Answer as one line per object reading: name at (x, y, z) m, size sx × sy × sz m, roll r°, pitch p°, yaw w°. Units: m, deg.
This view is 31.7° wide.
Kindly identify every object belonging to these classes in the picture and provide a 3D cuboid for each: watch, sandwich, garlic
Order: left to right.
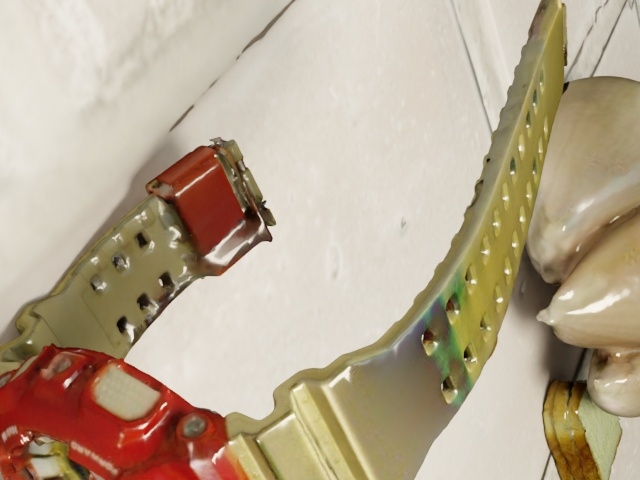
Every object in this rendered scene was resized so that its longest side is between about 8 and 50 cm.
watch at (-0.008, 0.005, 0.422) m, size 0.268 × 0.165 × 0.102 m, roll -60°, pitch 138°, yaw -41°
sandwich at (0.218, 0.150, 0.936) m, size 0.105 × 0.036 × 0.093 m, roll 61°, pitch 39°, yaw -34°
garlic at (0.254, -0.002, 0.923) m, size 0.325 × 0.132 × 0.279 m, roll 9°, pitch 64°, yaw -66°

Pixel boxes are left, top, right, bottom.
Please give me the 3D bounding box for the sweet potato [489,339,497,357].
sweet potato at (0.116, 0.041, 0.781) m, size 0.026 × 0.026 × 0.115 m, roll 35°, pitch 57°, yaw -54°
